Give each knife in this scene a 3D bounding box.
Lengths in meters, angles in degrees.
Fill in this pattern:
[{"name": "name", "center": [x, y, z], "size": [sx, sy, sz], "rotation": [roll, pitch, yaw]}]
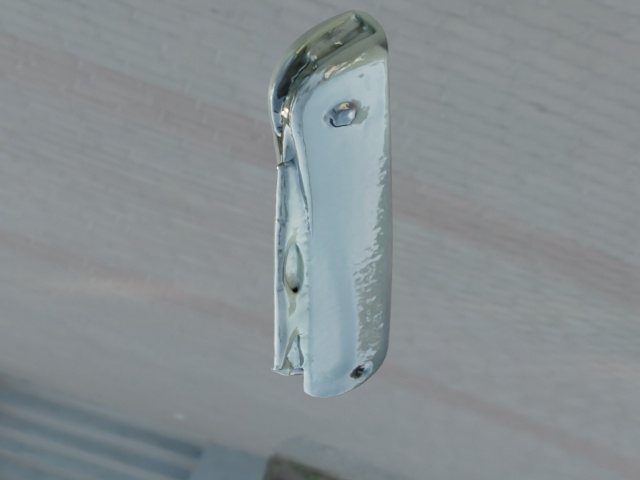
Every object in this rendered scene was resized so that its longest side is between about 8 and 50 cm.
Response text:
[{"name": "knife", "center": [0.003, -0.002, 0.669], "size": [0.040, 0.073, 0.266], "rotation": [48, 155, 30]}]
